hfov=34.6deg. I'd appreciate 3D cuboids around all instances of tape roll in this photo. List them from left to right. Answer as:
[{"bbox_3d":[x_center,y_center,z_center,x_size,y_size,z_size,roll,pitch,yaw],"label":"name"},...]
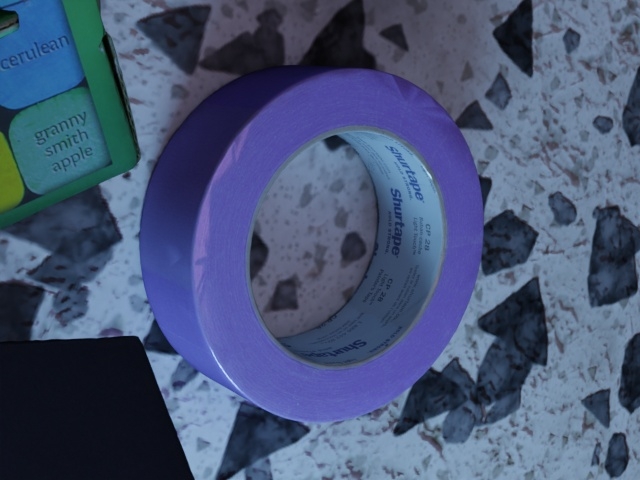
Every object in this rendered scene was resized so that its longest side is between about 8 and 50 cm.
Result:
[{"bbox_3d":[0.000,0.000,0.815,0.275,0.090,0.274,-9,106,-34],"label":"tape roll"}]

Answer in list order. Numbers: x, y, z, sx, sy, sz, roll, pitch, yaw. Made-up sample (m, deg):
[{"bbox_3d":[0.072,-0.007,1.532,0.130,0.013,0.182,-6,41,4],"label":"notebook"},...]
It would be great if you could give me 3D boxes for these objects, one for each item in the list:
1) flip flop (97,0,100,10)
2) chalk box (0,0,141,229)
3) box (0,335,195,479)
[{"bbox_3d":[-0.167,-0.234,0.649,0.080,0.112,0.277,-13,102,-48],"label":"flip flop"},{"bbox_3d":[-0.198,-0.096,0.410,0.180,0.289,0.179,-26,130,-20],"label":"chalk box"},{"bbox_3d":[-0.267,0.193,0.450,0.343,0.312,0.179,3,56,-55],"label":"box"}]
